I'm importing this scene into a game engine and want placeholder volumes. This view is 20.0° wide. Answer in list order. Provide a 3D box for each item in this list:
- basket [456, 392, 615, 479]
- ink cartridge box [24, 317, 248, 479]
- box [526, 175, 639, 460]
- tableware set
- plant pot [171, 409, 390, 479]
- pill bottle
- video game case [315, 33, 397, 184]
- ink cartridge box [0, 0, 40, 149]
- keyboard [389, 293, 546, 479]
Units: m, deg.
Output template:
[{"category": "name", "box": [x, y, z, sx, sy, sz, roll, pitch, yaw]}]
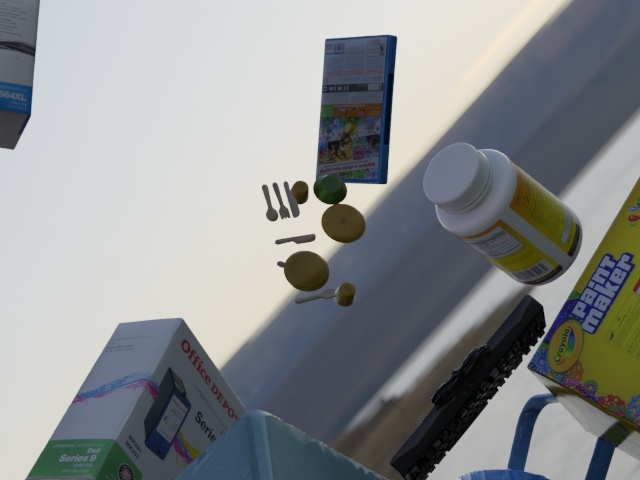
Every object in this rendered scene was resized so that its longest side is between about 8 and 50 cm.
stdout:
[{"category": "basket", "box": [0.276, 0.310, 2.188, 0.289, 0.201, 0.255, -69, 12, -20]}, {"category": "ink cartridge box", "box": [-0.173, 0.202, 1.771, 0.093, 0.154, 0.212, -8, 38, 32]}, {"category": "box", "box": [0.398, 0.090, 1.947, 0.290, 0.177, 0.279, -58, -29, -7]}, {"category": "tableware set", "box": [0.000, 0.000, 1.907, 0.104, 0.154, 0.024, -10, -27, -16]}, {"category": "plant pot", "box": [-0.032, 0.351, 1.576, 0.247, 0.248, 0.252, -44, 33, 23]}, {"category": "pill bottle", "box": [0.225, -0.036, 2.258, 0.117, 0.215, 0.117, -25, 48, 31]}, {"category": "video game case", "box": [0.040, -0.148, 2.052, 0.015, 0.166, 0.119, 4, 0, -38]}, {"category": "ink cartridge box", "box": [-0.475, -0.258, 2.700, 0.148, 0.086, 0.203, 136, 139, -64]}, {"category": "keyboard", "box": [0.124, 0.124, 1.484, 0.180, 0.023, 0.108, -51, -24, -8]}]
